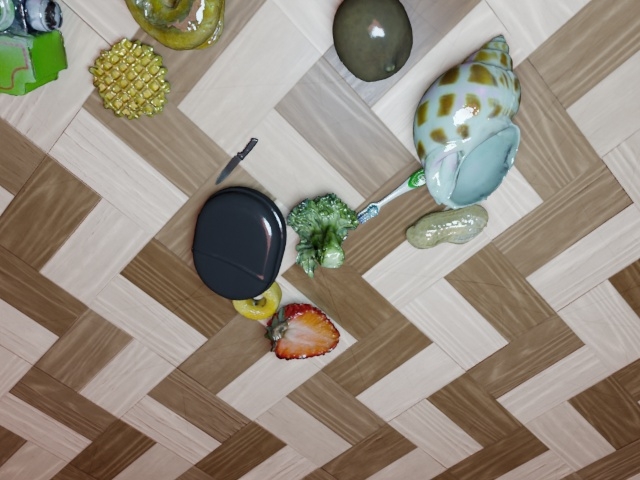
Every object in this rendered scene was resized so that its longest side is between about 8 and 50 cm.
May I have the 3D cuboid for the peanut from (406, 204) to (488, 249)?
[{"bbox_3d":[0.331,-0.034,1.180,0.214,0.090,0.099,-12,126,10],"label":"peanut"}]

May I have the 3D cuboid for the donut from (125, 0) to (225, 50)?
[{"bbox_3d":[-0.300,-0.530,0.922,0.208,0.128,0.262,4,115,0],"label":"donut"}]

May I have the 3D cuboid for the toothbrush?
[{"bbox_3d":[0.268,-0.168,1.147,0.417,0.040,0.042,-34,105,12],"label":"toothbrush"}]

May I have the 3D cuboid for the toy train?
[{"bbox_3d":[-0.710,-0.443,0.953,0.306,0.174,0.249,7,123,-3],"label":"toy train"}]

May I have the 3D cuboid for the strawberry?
[{"bbox_3d":[-0.054,0.259,1.334,0.236,0.111,0.190,25,105,-37],"label":"strawberry"}]

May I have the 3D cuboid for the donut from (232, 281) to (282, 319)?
[{"bbox_3d":[-0.188,0.167,1.308,0.151,0.058,0.152,-1,117,-1],"label":"donut"}]

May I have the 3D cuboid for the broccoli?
[{"bbox_3d":[-0.011,0.010,1.107,0.177,0.275,0.198,34,123,-17],"label":"broccoli"}]

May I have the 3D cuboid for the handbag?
[{"bbox_3d":[-0.218,0.011,1.177,0.253,0.093,0.308,20,111,9],"label":"handbag"}]

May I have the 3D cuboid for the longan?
[{"bbox_3d":[0.110,-0.429,0.943,0.189,0.189,0.190,0,117,1],"label":"longan"}]

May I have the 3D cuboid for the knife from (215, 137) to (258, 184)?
[{"bbox_3d":[-0.217,-0.201,1.149,0.023,0.010,0.170,40,112,-17],"label":"knife"}]

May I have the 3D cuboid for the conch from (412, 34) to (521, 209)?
[{"bbox_3d":[0.336,-0.267,1.003,0.249,0.197,0.368,27,112,-16],"label":"conch"}]

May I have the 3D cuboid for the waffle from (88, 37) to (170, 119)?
[{"bbox_3d":[-0.440,-0.371,1.053,0.190,0.038,0.191,1,116,1],"label":"waffle"}]
